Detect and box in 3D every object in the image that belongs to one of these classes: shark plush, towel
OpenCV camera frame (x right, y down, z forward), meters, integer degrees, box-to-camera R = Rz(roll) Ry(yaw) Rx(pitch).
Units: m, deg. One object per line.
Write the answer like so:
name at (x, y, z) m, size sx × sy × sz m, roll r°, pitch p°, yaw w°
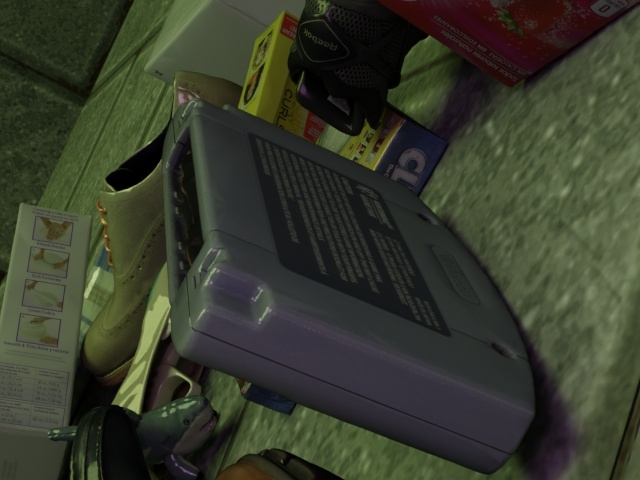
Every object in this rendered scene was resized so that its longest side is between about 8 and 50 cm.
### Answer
shark plush at (-0.160, 0.157, 1.021) m, size 0.161 × 0.067 × 0.073 m, roll 4°, pitch 52°, yaw 27°
towel at (-0.323, 0.124, 1.624) m, size 0.285 × 0.034 × 0.209 m, roll -65°, pitch 20°, yaw -6°

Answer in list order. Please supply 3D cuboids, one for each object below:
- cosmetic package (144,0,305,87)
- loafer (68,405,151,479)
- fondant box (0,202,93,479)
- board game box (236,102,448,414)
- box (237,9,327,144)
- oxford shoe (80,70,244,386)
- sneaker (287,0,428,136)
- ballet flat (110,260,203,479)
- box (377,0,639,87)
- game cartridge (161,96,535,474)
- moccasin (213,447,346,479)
cosmetic package at (-0.078, -0.297, 1.385) m, size 0.224 × 0.138 × 0.224 m, roll -26°, pitch 39°, yaw 59°
loafer at (-0.144, 0.226, 0.921) m, size 0.078 × 0.076 × 0.223 m, roll -32°, pitch 54°, yaw 23°
fondant box at (-0.346, 0.156, 1.400) m, size 0.238 × 0.096 × 0.330 m, roll 114°, pitch 159°, yaw -44°
board game box at (0.000, 0.000, 0.944) m, size 0.243 × 0.042 × 0.165 m, roll -60°, pitch 20°, yaw 9°
box at (-0.035, -0.109, 1.113) m, size 0.058 × 0.087 × 0.232 m, roll -40°, pitch 29°, yaw 44°
oxford shoe at (-0.184, -0.013, 1.267) m, size 0.397 × 0.147 × 0.140 m, roll -58°, pitch 22°, yaw 21°
sneaker at (0.043, -0.159, 0.884) m, size 0.227 × 0.087 × 0.130 m, roll -37°, pitch -26°, yaw -59°
ballet flat at (-0.134, 0.116, 1.107) m, size 0.086 × 0.086 × 0.248 m, roll -22°, pitch 46°, yaw 62°
box at (0.072, -0.227, 0.730) m, size 0.123 × 0.257 × 0.128 m, roll -32°, pitch 36°, yaw 51°
game cartridge at (0.010, 0.015, 0.663) m, size 0.062 × 0.198 × 0.297 m, roll -57°, pitch 19°, yaw 16°
moccasin at (0.018, 0.205, 0.519) m, size 0.147 × 0.139 × 0.380 m, roll -55°, pitch 28°, yaw -3°
